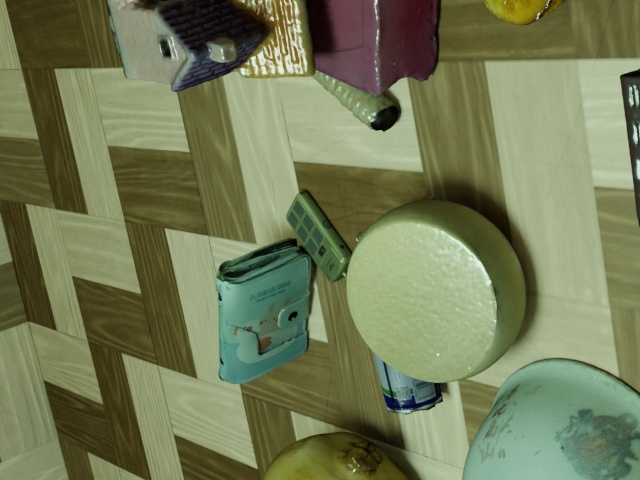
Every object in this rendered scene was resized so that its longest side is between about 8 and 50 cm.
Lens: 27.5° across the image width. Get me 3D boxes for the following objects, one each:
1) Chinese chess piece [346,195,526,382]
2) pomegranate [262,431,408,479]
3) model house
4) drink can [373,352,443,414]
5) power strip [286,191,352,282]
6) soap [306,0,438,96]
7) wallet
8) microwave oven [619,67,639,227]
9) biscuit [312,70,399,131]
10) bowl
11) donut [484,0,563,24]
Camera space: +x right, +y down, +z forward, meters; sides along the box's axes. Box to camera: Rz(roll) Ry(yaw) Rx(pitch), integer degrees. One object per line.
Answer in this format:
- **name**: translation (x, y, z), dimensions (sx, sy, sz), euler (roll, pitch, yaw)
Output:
- **Chinese chess piece**: translation (0.165, 0.072, 1.884), dimensions (0.273, 0.102, 0.273), euler (12, 113, 29)
- **pomegranate**: translation (0.028, 0.470, 2.216), dimensions (0.307, 0.307, 0.307), euler (30, 130, 43)
- **model house**: translation (-0.138, -0.327, 1.825), dimensions (0.237, 0.237, 0.202), euler (18, 119, 45)
- **drink can**: translation (0.124, 0.149, 2.054), dimensions (0.097, 0.097, 0.235), euler (1, 109, 54)
- **power strip**: translation (0.000, 0.000, 2.207), dimensions (0.169, 0.028, 0.076), euler (54, 143, 21)
- **soap**: translation (0.010, -0.378, 1.905), dimensions (0.359, 0.128, 0.233), euler (31, 133, 43)
- **wallet**: translation (-0.102, 0.123, 2.275), dimensions (0.075, 0.176, 0.250), euler (45, 146, 38)
- **microwave oven**: translation (0.454, -0.105, 1.328), dimensions (0.178, 0.247, 0.188), euler (8, 112, 56)
- **biscuit**: translation (0.035, -0.240, 2.003), dimensions (0.219, 0.061, 0.055), euler (47, -175, 33)
- **bowl**: translation (0.324, 0.402, 1.820), dimensions (0.435, 0.196, 0.434), euler (30, 131, 42)
- **donut**: translation (0.260, -0.347, 1.631), dimensions (0.152, 0.058, 0.152), euler (29, 129, 43)
